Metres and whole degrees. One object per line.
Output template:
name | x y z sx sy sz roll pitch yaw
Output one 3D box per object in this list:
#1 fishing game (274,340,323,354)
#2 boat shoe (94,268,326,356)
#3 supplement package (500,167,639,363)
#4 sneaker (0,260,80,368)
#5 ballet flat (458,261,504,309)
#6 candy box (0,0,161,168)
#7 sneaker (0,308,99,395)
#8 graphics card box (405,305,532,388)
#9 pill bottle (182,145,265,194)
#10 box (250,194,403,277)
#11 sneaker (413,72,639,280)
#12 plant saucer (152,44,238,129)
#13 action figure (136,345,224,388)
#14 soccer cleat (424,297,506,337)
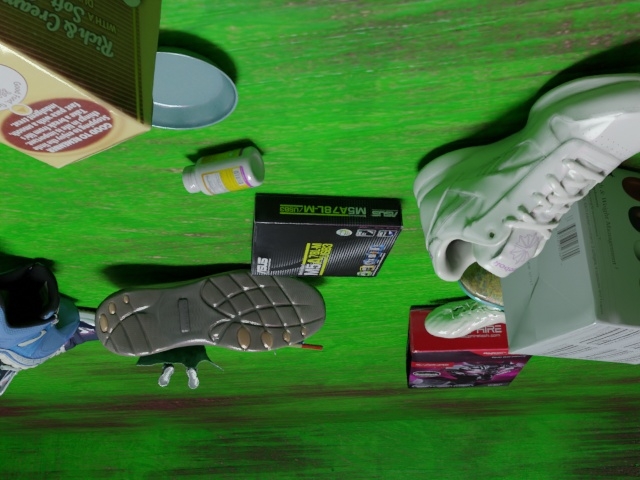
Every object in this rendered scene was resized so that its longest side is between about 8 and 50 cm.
fishing game | -0.123 0.181 1.296 0.189 0.041 0.264 12 175 -32
boat shoe | -0.171 0.106 1.134 0.356 0.132 0.130 0 -176 -9
supplement package | 0.337 0.033 0.836 0.203 0.194 0.149 8 157 -22
sneaker | -0.444 0.114 1.081 0.147 0.129 0.330 -25 172 4
ballet flat | 0.353 0.043 0.998 0.349 0.123 0.123 11 155 -25
candy box | -0.209 -0.180 0.309 0.088 0.182 0.316 -14 155 30
sneaker | -0.519 0.202 1.278 0.282 0.153 0.099 4 158 -11
graphics card box | 0.292 0.225 1.444 0.233 0.094 0.371 -3 159 4
pill bottle | -0.105 -0.073 0.761 0.083 0.043 0.043 -9 157 20
box | 0.000 0.000 0.944 0.184 0.045 0.190 0 157 -8
sneaker | 0.218 -0.049 0.692 0.114 0.152 0.305 16 151 -30
plant saucer | -0.133 -0.138 0.629 0.119 0.021 0.119 -1 157 0
action figure | -0.251 0.178 1.221 0.137 0.063 0.232 11 -166 -18
soccer cleat | 0.280 0.124 1.240 0.196 0.068 0.076 -9 152 2
